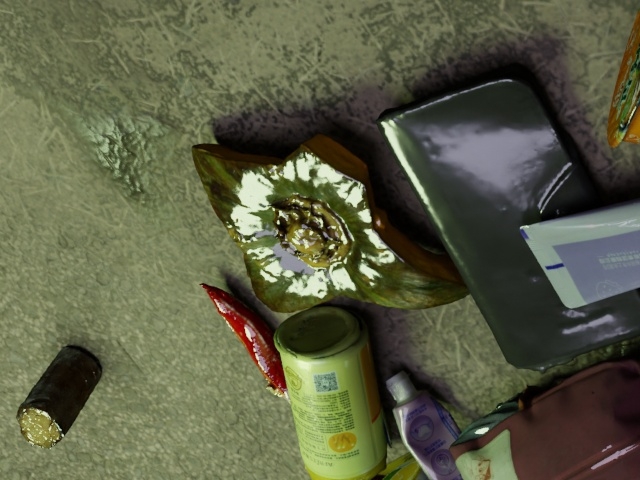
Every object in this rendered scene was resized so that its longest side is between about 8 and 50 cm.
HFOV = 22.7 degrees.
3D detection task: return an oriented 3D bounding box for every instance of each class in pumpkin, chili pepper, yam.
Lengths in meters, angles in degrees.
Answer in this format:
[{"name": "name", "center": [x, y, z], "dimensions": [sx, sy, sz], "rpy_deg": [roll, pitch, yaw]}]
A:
[{"name": "pumpkin", "center": [0.006, -0.016, 1.886], "dimensions": [0.290, 0.095, 0.258], "rpy_deg": [-5, 125, 34]}, {"name": "chili pepper", "center": [-0.070, 0.152, 2.087], "dimensions": [0.050, 0.059, 0.268], "rpy_deg": [-35, 106, -3]}, {"name": "yam", "center": [-0.364, 0.218, 2.219], "dimensions": [0.079, 0.141, 0.079], "rpy_deg": [13, 129, 16]}]

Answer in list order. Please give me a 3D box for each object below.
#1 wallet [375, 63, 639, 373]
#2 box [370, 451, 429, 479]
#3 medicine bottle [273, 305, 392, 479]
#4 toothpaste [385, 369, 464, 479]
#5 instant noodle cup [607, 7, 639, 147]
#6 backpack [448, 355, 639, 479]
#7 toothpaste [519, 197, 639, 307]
[{"name": "wallet", "center": [0.226, -0.017, 1.794], "dimensions": [0.197, 0.051, 0.377], "rpy_deg": [-18, 116, 26]}, {"name": "box", "center": [0.074, 0.386, 2.111], "dimensions": [0.097, 0.168, 0.265], "rpy_deg": [48, 132, -8]}, {"name": "medicine bottle", "center": [0.020, 0.207, 2.035], "dimensions": [0.124, 0.124, 0.239], "rpy_deg": [5, 127, 24]}, {"name": "toothpaste", "center": [0.177, 0.296, 2.015], "dimensions": [0.075, 0.048, 0.301], "rpy_deg": [-35, 86, 14]}, {"name": "instant noodle cup", "center": [0.390, -0.171, 1.502], "dimensions": [0.182, 0.230, 0.230], "rpy_deg": [18, 131, 2]}, {"name": "backpack", "center": [0.333, 0.276, 1.870], "dimensions": [0.317, 0.197, 0.283], "rpy_deg": [-40, 66, 31]}, {"name": "toothpaste", "center": [0.397, -0.014, 1.684], "dimensions": [0.371, 0.080, 0.125], "rpy_deg": [-19, 121, 30]}]
